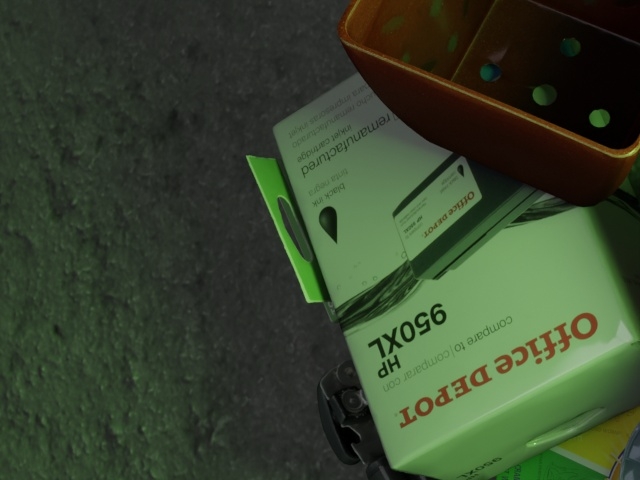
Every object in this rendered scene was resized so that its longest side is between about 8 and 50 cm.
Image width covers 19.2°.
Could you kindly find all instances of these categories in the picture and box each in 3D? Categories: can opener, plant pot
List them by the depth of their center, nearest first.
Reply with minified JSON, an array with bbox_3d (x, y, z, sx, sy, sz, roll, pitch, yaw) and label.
[{"bbox_3d":[0.196,-0.179,1.655,0.267,0.235,0.267,25,71,14],"label":"plant pot"},{"bbox_3d":[0.081,0.258,2.041,0.283,0.076,0.095,62,154,17],"label":"can opener"}]

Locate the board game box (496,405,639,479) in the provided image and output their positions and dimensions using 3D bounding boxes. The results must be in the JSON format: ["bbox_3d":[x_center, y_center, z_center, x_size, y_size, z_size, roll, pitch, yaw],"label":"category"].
[{"bbox_3d":[0.324,0.248,1.857,0.317,0.064,0.242,7,95,35],"label":"board game box"}]

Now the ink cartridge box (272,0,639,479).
[{"bbox_3d":[0.157,0.002,1.858,0.285,0.166,0.395,-31,64,25],"label":"ink cartridge box"}]

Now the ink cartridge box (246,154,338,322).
[{"bbox_3d":[0.000,0.000,1.977,0.056,0.235,0.171,-32,74,29],"label":"ink cartridge box"}]

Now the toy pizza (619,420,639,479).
[{"bbox_3d":[0.373,0.234,1.762,0.201,0.032,0.201,0,90,34],"label":"toy pizza"}]
